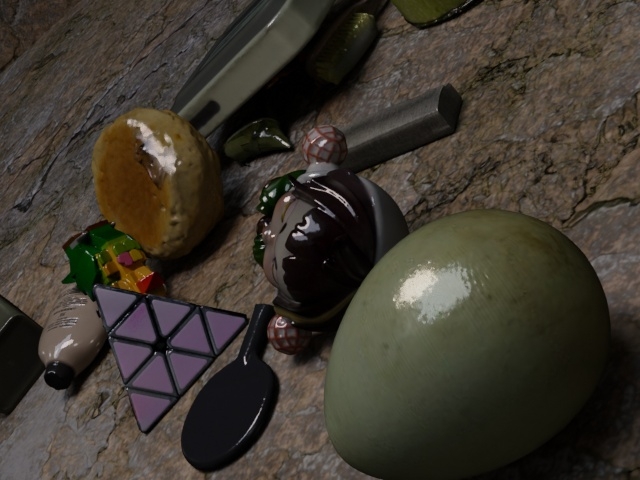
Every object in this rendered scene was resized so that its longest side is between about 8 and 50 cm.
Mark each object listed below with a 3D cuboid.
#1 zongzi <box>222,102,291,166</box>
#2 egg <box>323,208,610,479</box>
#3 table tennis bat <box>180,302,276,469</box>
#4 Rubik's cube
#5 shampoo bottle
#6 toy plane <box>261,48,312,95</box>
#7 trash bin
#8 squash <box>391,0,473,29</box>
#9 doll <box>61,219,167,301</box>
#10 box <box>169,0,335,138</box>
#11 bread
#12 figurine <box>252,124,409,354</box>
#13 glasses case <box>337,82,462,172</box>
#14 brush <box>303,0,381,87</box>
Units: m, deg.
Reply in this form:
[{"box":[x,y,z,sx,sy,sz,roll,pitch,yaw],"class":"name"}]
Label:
[{"box":[-0.104,-0.150,1.742,0.109,0.055,0.119,-41,41,14],"class":"zongzi"},{"box":[0.121,0.104,0.980,0.295,0.218,0.218,-46,27,24],"class":"egg"},{"box":[-0.104,0.179,1.360,0.150,0.027,0.236,-16,42,41],"class":"table tennis bat"},{"box":[-0.178,0.154,1.470,0.178,0.211,0.191,-14,72,13],"class":"Rubik's cube"},{"box":[-0.378,0.123,1.718,0.127,0.078,0.257,-11,41,24],"class":"shampoo bottle"},{"box":[-0.052,-0.268,1.796,0.135,0.062,0.188,-25,22,26],"class":"toy plane"},{"box":[-0.562,0.181,1.844,0.164,0.122,0.240,-53,33,-12],"class":"trash bin"},{"box":[0.186,-0.443,1.669,0.220,0.133,0.220,-26,35,20],"class":"squash"},{"box":[-0.309,0.055,1.636,0.186,0.106,0.134,35,124,25],"class":"doll"},{"box":[-0.103,-0.340,1.826,0.367,0.090,0.373,-36,20,38],"class":"box"},{"box":[-0.246,-0.090,1.696,0.244,0.245,0.134,-14,-2,43],"class":"bread"},{"box":[0.000,0.000,1.324,0.370,0.167,0.281,-146,65,-70],"class":"figurine"},{"box":[0.095,-0.151,1.494,0.205,0.047,0.071,-20,37,38],"class":"glasses case"},{"box":[0.083,-0.367,1.773,0.067,0.072,0.313,19,63,33],"class":"brush"}]
